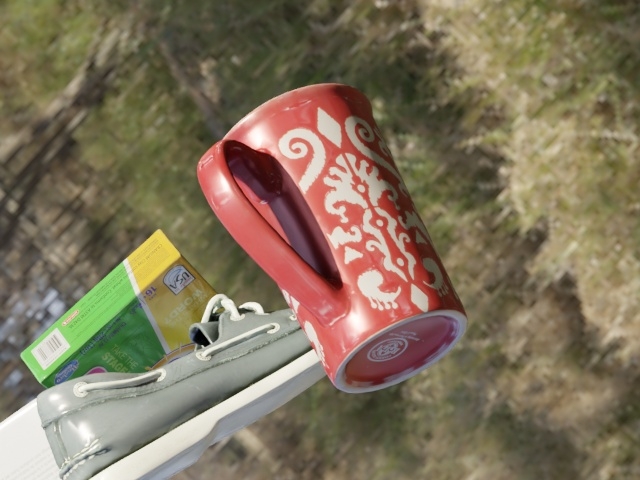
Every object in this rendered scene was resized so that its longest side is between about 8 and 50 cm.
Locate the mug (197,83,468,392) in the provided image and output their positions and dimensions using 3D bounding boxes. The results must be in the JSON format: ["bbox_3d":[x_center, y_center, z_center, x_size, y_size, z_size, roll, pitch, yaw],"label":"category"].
[{"bbox_3d":[-0.001,0.005,0.869,0.169,0.150,0.113,63,150,26],"label":"mug"}]

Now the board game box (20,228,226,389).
[{"bbox_3d":[-0.214,0.160,1.874,0.064,0.242,0.316,45,176,41],"label":"board game box"}]

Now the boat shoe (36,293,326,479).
[{"bbox_3d":[-0.063,0.084,1.040,0.099,0.319,0.116,55,152,11],"label":"boat shoe"}]

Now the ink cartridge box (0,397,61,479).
[{"bbox_3d":[-0.263,0.296,1.161,0.239,0.275,0.060,56,-172,3],"label":"ink cartridge box"}]
